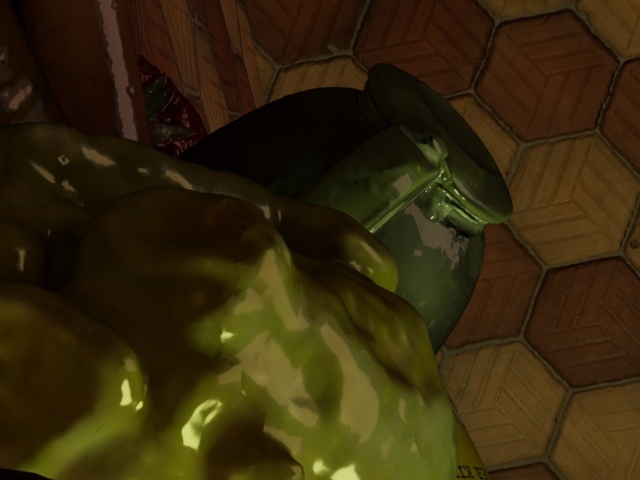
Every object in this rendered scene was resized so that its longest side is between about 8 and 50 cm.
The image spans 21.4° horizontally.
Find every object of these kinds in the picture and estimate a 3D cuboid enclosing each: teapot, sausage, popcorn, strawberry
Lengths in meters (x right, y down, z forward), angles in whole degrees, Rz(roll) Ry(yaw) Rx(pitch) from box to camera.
[{"bbox_3d":[-0.009,-0.016,1.165,0.321,0.239,0.239,21,30,-55],"label":"teapot"},{"bbox_3d":[-0.181,-0.136,1.284,0.086,0.086,0.289,-5,83,-85],"label":"sausage"},{"bbox_3d":[-0.082,0.096,0.806,0.312,0.312,0.312,-11,90,-85],"label":"popcorn"},{"bbox_3d":[-0.145,-0.093,1.594,0.208,0.087,0.167,53,25,-83],"label":"strawberry"}]

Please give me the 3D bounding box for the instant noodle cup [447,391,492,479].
[{"bbox_3d":[0.001,0.216,1.409,0.325,0.325,0.254,67,4,-68],"label":"instant noodle cup"}]

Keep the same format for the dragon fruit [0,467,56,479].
[{"bbox_3d":[-0.106,0.174,0.323,0.342,0.277,0.277,-129,-153,-79],"label":"dragon fruit"}]

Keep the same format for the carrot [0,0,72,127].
[{"bbox_3d":[-0.180,-0.031,0.926,0.114,0.114,0.302,-95,171,-50],"label":"carrot"}]
